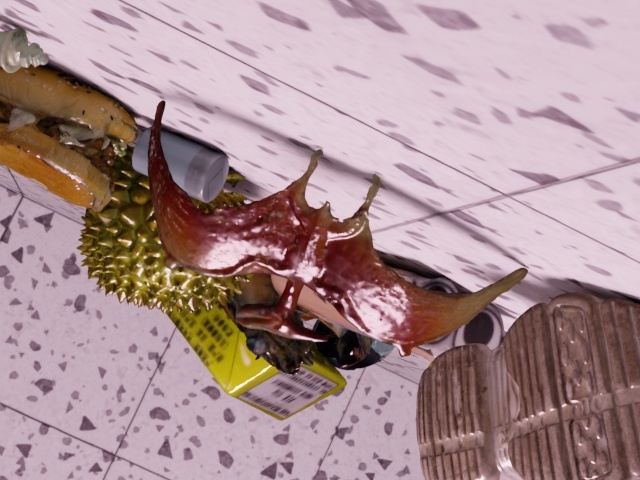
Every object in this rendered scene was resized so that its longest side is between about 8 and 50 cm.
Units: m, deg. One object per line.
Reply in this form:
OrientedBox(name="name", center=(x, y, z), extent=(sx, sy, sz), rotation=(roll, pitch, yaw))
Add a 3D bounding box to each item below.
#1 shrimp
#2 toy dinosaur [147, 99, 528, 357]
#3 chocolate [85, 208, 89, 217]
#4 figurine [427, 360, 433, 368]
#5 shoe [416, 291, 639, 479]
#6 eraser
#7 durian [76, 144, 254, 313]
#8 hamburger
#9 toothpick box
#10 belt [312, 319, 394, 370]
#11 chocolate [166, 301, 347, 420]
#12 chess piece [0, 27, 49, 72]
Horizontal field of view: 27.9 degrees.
OrientedBox(name="shrimp", center=(-0.035, 0.107, 1.754), extent=(0.272, 0.085, 0.445), rotation=(29, -171, -14))
OrientedBox(name="toy dinosaur", center=(0.008, -0.004, 1.114), extent=(0.327, 0.113, 0.206), rotation=(2, 128, 16))
OrientedBox(name="chocolate", center=(-0.256, -0.037, 1.688), extent=(0.149, 0.080, 0.125), rotation=(5, -154, -43))
OrientedBox(name="figurine", center=(0.294, 0.270, 1.855), extent=(0.327, 0.169, 0.218), rotation=(23, 177, 24))
OrientedBox(name="shoe", center=(0.252, 0.148, 1.177), extent=(0.198, 0.171, 0.351), rotation=(8, 166, -30))
OrientedBox(name="eraser", center=(0.074, 0.074, 1.532), extent=(0.171, 0.087, 0.290), rotation=(27, 174, -32))
OrientedBox(name="durian", center=(-0.164, -0.006, 1.417), extent=(0.200, 0.176, 0.237), rotation=(-2, 171, -19))
OrientedBox(name="hamburger", center=(-0.262, -0.111, 1.268), extent=(0.185, 0.113, 0.177), rotation=(8, 157, 42))
OrientedBox(name="toothpick box", center=(-0.139, -0.076, 1.282), extent=(0.083, 0.052, 0.052), rotation=(24, 173, 18))
OrientedBox(name="belt", center=(0.056, 0.142, 1.961), extent=(0.140, 0.105, 0.058), rotation=(-12, 147, 34))
OrientedBox(name="chocolate", center=(-0.123, 0.136, 2.036), extent=(0.289, 0.137, 0.301), rotation=(49, -177, 24))
OrientedBox(name="chess piece", center=(-0.303, -0.176, 1.129), extent=(0.149, 0.059, 0.059), rotation=(17, 171, 15))
